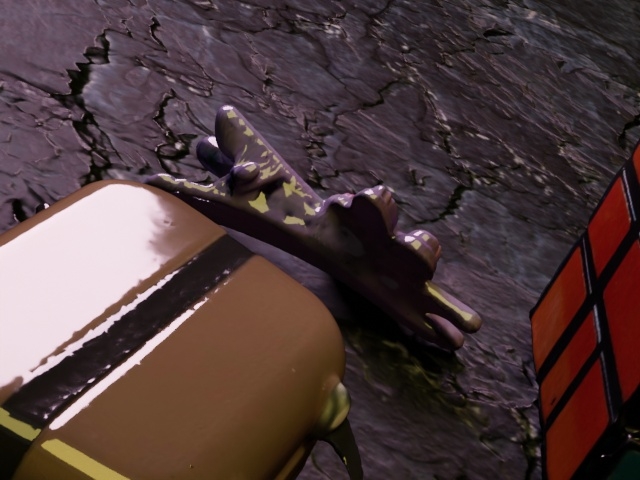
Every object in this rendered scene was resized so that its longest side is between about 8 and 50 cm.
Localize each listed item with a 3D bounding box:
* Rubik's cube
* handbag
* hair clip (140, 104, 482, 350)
[{"bbox_3d":[0.339,0.080,1.149,0.288,0.283,0.293,24,32,-8],"label":"Rubik's cube"},{"bbox_3d":[-0.098,0.110,0.869,0.283,0.149,0.302,34,27,9],"label":"handbag"},{"bbox_3d":[0.003,-0.013,1.197,0.278,0.137,0.090,26,64,-2],"label":"hair clip"}]
